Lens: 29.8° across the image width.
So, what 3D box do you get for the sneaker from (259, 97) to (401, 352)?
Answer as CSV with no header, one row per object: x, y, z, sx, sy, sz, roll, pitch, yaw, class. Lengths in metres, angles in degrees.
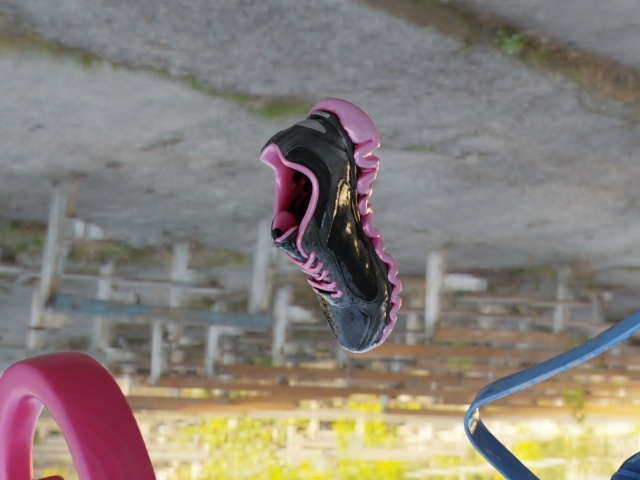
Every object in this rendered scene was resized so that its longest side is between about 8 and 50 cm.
0.000,0.000,0.532,0.047,0.119,0.057,8,-152,42,sneaker

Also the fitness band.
-0.154,0.217,0.798,0.054,0.290,0.209,-11,164,-31,fitness band

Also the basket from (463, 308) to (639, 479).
0.273,0.173,0.830,0.255,0.289,0.201,-37,-176,42,basket
